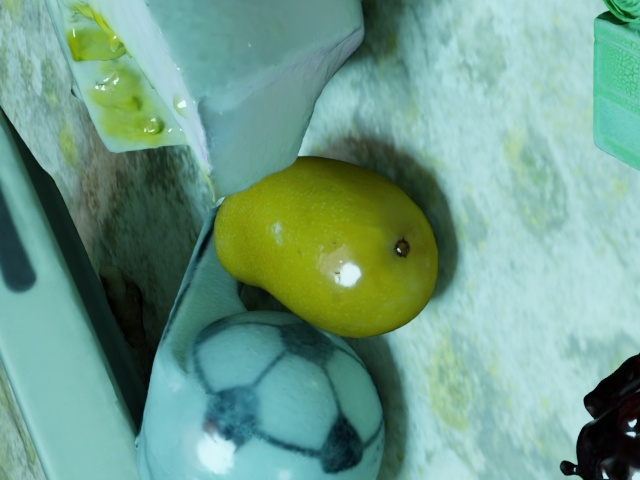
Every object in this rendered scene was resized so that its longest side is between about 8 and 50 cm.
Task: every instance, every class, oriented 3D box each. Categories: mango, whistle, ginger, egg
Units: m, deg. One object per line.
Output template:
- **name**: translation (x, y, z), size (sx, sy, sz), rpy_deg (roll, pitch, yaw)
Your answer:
- **mango**: translation (0.000, 0.000, 0.983), size (0.184, 0.085, 0.102), rpy_deg (17, 119, 55)
- **whistle**: translation (-0.032, 0.100, 1.062), size (0.290, 0.163, 0.163), rpy_deg (-74, -8, -58)
- **ginger**: translation (-0.162, 0.048, 1.379), size (0.048, 0.030, 0.097), rpy_deg (57, 168, 43)
- **egg**: translation (-0.057, -0.144, 0.950), size (0.206, 0.161, 0.271), rpy_deg (67, 163, -8)

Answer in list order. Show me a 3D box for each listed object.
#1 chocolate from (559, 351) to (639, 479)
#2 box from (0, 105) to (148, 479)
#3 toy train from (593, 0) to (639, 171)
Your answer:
- **chocolate**: translation (0.166, 0.079, 0.650), size (0.156, 0.133, 0.156), rpy_deg (38, 135, 51)
- **box**: translation (-0.180, 0.114, 1.271), size (0.373, 0.090, 0.367), rpy_deg (87, 159, -69)
- **toy train**: translation (0.188, -0.052, 0.615), size (0.251, 0.085, 0.119), rpy_deg (40, 140, 54)
